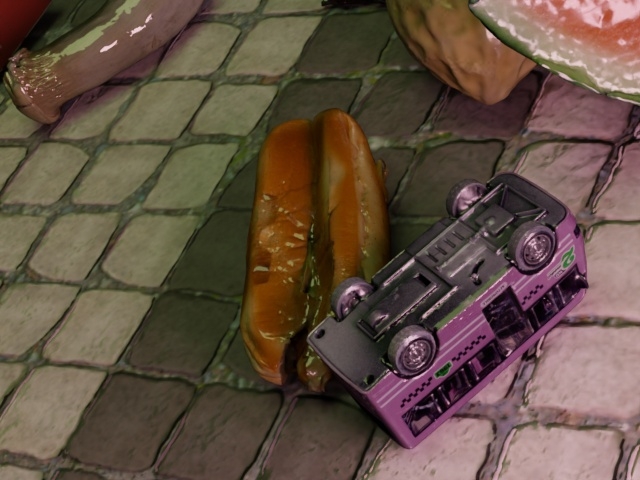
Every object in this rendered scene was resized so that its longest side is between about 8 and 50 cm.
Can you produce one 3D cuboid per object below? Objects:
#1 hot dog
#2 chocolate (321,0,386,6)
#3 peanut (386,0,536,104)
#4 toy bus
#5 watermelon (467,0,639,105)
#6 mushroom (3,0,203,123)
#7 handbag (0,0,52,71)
[{"bbox_3d":[0.000,0.000,1.072,0.109,0.072,0.269,-13,43,17],"label":"hot dog"},{"bbox_3d":[0.085,-0.346,1.399,0.102,0.065,0.329,-1,49,31],"label":"chocolate"},{"bbox_3d":[0.120,-0.234,1.192,0.152,0.152,0.313,-15,43,18],"label":"peanut"},{"bbox_3d":[0.088,0.043,0.952,0.178,0.098,0.087,-40,39,-8],"label":"toy bus"},{"bbox_3d":[0.308,-0.190,1.005,0.222,0.319,0.292,47,113,15],"label":"watermelon"},{"bbox_3d":[-0.202,-0.196,1.406,0.092,0.081,0.223,37,73,30],"label":"mushroom"},{"bbox_3d":[-0.428,-0.192,1.499,0.171,0.151,0.298,7,59,42],"label":"handbag"}]
